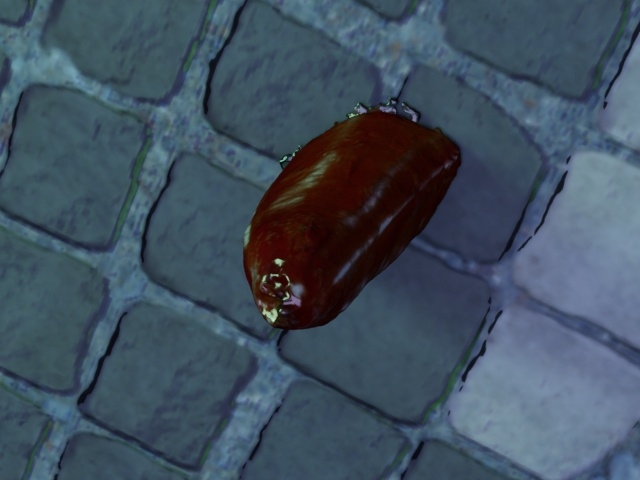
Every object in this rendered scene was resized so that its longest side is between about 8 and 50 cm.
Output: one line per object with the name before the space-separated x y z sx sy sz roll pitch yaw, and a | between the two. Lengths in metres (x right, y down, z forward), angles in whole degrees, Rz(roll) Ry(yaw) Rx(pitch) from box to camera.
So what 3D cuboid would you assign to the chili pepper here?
chili pepper | 0.004 0.000 0.694 0.088 0.169 0.065 -34 99 22
